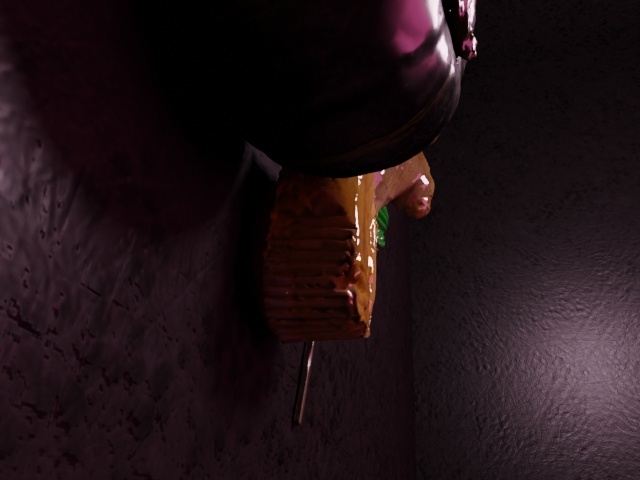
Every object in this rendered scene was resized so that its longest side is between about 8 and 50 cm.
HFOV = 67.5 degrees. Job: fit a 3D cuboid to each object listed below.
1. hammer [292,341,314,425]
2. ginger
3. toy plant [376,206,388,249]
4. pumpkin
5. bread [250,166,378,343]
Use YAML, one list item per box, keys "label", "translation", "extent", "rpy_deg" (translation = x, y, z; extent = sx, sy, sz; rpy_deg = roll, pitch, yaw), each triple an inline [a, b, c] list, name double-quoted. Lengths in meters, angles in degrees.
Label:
- label: "hammer"
  translation: [-0.009, 0.134, 0.722]
  extent: [0.058, 0.029, 0.292]
  rpy_deg: [67, 25, -44]
- label: "ginger"
  translation: [0.096, -0.108, 0.819]
  extent: [0.221, 0.130, 0.276]
  rpy_deg: [44, 55, -18]
- label: "toy plant"
  translation: [0.071, -0.086, 0.970]
  extent: [0.240, 0.088, 0.155]
  rpy_deg: [53, 24, -34]
- label: "pumpkin"
  translation: [0.017, -0.223, 0.457]
  extent: [0.323, 0.241, 0.324]
  rpy_deg: [12, 76, -59]
- label: "bread"
  translation: [0.000, 0.000, 0.578]
  extent: [0.179, 0.133, 0.250]
  rpy_deg: [65, 26, -54]
